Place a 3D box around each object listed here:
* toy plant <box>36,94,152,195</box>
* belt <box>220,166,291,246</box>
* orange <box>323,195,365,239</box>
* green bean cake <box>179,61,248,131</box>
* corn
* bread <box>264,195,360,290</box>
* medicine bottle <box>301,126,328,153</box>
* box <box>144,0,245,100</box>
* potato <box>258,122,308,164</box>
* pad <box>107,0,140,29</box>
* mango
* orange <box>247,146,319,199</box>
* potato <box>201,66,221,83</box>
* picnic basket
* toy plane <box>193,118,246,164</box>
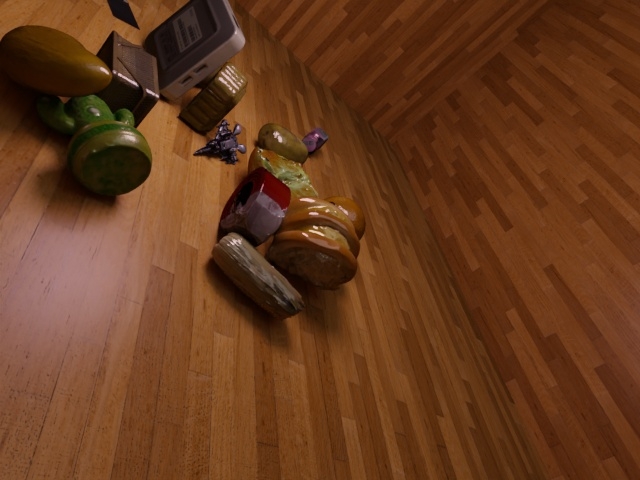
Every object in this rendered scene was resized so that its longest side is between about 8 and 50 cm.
[{"bbox_3d":[-0.558,-0.273,1.088,0.224,0.184,0.316,-13,54,-42],"label":"toy plant"},{"bbox_3d":[-0.202,-0.106,1.341,0.115,0.227,0.324,36,10,-24],"label":"belt"},{"bbox_3d":[0.071,-0.073,1.765,0.236,0.236,0.236,38,28,-25],"label":"orange"},{"bbox_3d":[-0.390,-0.533,1.619,0.124,0.236,0.233,42,29,-24],"label":"green bean cake"},{"bbox_3d":[-0.176,0.105,1.235,0.305,0.123,0.122,44,69,-13],"label":"corn"},{"bbox_3d":[0.000,0.000,1.445,0.316,0.211,0.270,31,59,-20],"label":"bread"},{"bbox_3d":[-0.039,-0.530,2.317,0.094,0.119,0.188,46,25,-6],"label":"medicine bottle"},{"bbox_3d":[-0.477,-0.733,1.590,0.090,0.373,0.367,41,22,-56],"label":"box"},{"bbox_3d":[-0.169,-0.417,1.920,0.228,0.149,0.197,5,64,-55],"label":"potato"},{"bbox_3d":[-0.805,-0.936,1.746,0.116,0.004,0.193,8,49,-54],"label":"pad"},{"bbox_3d":[-0.660,-0.431,1.053,0.195,0.142,0.332,-27,47,-35],"label":"mango"},{"bbox_3d":[-0.152,-0.205,1.615,0.334,0.196,0.262,58,11,6],"label":"orange"},{"bbox_3d":[-0.505,-0.732,1.780,0.174,0.159,0.251,29,23,3],"label":"potato"},{"bbox_3d":[-0.589,-0.470,1.287,0.139,0.165,0.266,24,37,-45],"label":"picnic basket"},{"bbox_3d":[-0.366,-0.348,1.577,0.246,0.078,0.169,-44,130,-57],"label":"toy plane"}]
